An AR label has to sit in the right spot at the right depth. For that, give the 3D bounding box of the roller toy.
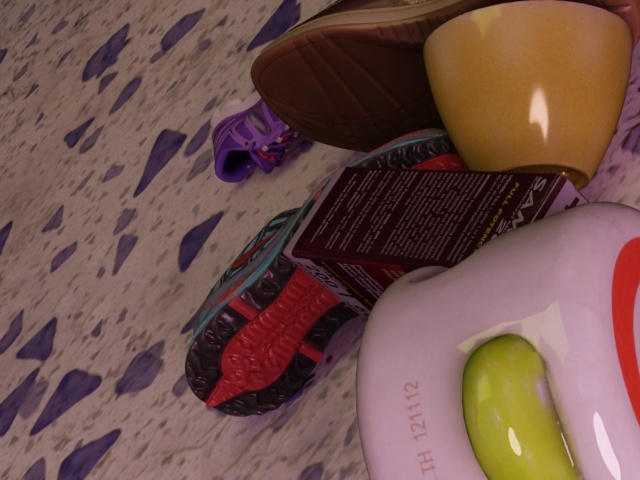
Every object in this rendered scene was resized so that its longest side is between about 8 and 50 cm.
[{"bbox_3d":[0.113,0.091,0.937,0.146,0.209,0.191,-22,35,30],"label":"roller toy"}]

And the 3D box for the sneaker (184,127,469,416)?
[{"bbox_3d":[0.000,0.000,1.366,0.262,0.104,0.125,-40,25,20],"label":"sneaker"}]

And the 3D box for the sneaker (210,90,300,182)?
[{"bbox_3d":[-0.030,-0.094,1.612,0.170,0.068,0.071,-35,43,47],"label":"sneaker"}]

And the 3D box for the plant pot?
[{"bbox_3d":[0.134,-0.081,1.249,0.134,0.134,0.095,-22,62,45],"label":"plant pot"}]

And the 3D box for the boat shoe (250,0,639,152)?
[{"bbox_3d":[0.098,-0.159,1.417,0.342,0.123,0.123,-17,32,44],"label":"boat shoe"}]

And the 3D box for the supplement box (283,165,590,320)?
[{"bbox_3d":[0.094,0.023,1.146,0.073,0.130,0.239,-57,25,-15],"label":"supplement box"}]
